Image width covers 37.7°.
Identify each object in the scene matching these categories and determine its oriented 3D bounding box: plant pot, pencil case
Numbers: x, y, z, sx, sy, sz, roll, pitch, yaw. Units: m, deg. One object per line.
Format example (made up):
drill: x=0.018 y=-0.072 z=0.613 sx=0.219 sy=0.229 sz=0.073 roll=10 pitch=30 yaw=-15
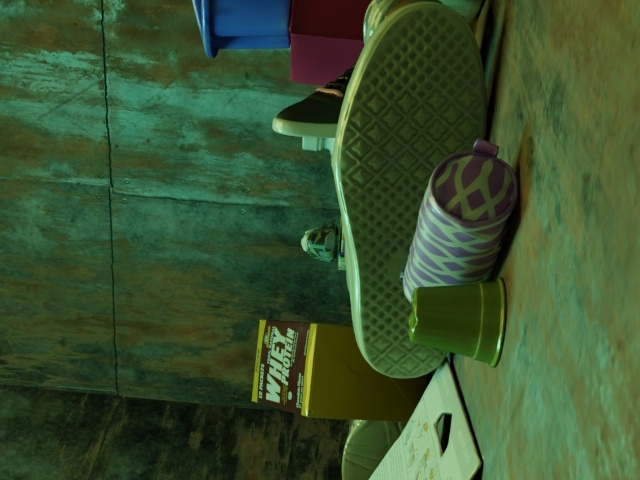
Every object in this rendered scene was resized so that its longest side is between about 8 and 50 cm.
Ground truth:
plant pot: x=0.123 y=0.071 z=0.862 sx=0.083 sy=0.079 sz=0.083 roll=6 pitch=-90 yaw=-89
pencil case: x=0.132 y=-0.001 z=0.896 sx=0.088 sy=0.086 sz=0.206 roll=-58 pitch=-12 yaw=-26

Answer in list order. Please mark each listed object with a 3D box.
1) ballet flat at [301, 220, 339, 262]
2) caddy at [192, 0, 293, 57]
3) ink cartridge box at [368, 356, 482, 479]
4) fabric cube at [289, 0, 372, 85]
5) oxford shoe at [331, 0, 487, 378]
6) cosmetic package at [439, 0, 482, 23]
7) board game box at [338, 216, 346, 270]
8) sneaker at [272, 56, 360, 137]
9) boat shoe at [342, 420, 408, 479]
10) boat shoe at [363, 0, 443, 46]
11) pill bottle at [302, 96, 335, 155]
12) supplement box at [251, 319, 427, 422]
ballet flat: x=0.000 y=0.000 z=1.573 sx=0.188 sy=0.070 sz=0.070 roll=-50 pitch=-34 yaw=-89
caddy: x=-0.123 y=-0.454 z=1.463 sx=0.241 sy=0.179 sz=0.341 roll=-73 pitch=-12 yaw=-90
ink cartridge box: x=0.111 y=0.296 z=1.032 sx=0.261 sy=0.066 sz=0.296 roll=-59 pitch=5 yaw=12
fabric cube: x=0.085 y=-0.395 z=1.486 sx=0.258 sy=0.254 sz=0.259 roll=88 pitch=-172 yaw=-83
oxford shoe: x=0.097 y=-0.054 z=1.088 sx=0.130 sy=0.169 sz=0.449 roll=-90 pitch=-1 yaw=-64
cosmetic package: x=0.152 y=-0.381 z=1.062 sx=0.309 sy=0.113 sz=0.160 roll=96 pitch=179 yaw=-82
board game box: x=0.107 y=-0.027 z=1.587 sx=0.275 sy=0.144 sz=0.142 roll=87 pitch=-173 yaw=-83
sneaker: x=0.058 y=-0.225 z=1.238 sx=0.104 sy=0.296 sz=0.146 roll=28 pitch=128 yaw=50
boat shoe: x=0.102 y=0.292 z=1.560 sx=0.092 sy=0.103 sz=0.285 roll=-55 pitch=-26 yaw=-79
boat shoe: x=0.127 y=-0.155 z=1.150 sx=0.116 sy=0.123 sz=0.324 roll=51 pitch=165 yaw=40
pill bottle: x=0.083 y=-0.193 z=1.615 sx=0.124 sy=0.222 sz=0.124 roll=6 pitch=-90 yaw=-89
supplement box: x=0.027 y=0.192 z=1.394 sx=0.194 sy=0.191 sz=0.129 roll=-5 pitch=78 yaw=63
